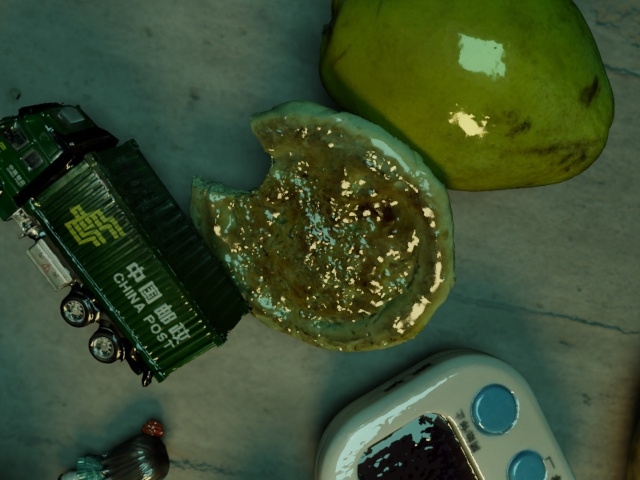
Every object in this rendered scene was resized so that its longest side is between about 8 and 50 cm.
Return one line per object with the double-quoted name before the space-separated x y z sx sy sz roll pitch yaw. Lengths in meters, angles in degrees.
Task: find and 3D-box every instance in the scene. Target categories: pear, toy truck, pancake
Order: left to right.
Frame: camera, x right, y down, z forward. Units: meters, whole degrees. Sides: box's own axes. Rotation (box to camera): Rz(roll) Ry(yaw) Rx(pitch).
"toy truck" -0.189 -0.002 0.601 0.121 0.088 0.259 -32 98 20
"pancake" 0.000 0.000 0.606 0.253 0.037 0.254 9 120 17
"pear" 0.128 -0.146 0.604 0.269 0.212 0.213 22 89 -3

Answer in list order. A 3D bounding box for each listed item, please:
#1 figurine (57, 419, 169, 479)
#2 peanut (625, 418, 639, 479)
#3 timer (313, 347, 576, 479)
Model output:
"figurine" -0.195 0.216 0.652 0.105 0.047 0.060 -20 60 -1
"peanut" 0.400 0.281 0.685 0.169 0.192 0.388 4 92 -3
"timer" 0.129 0.250 0.687 0.236 0.087 0.262 -28 97 -8
